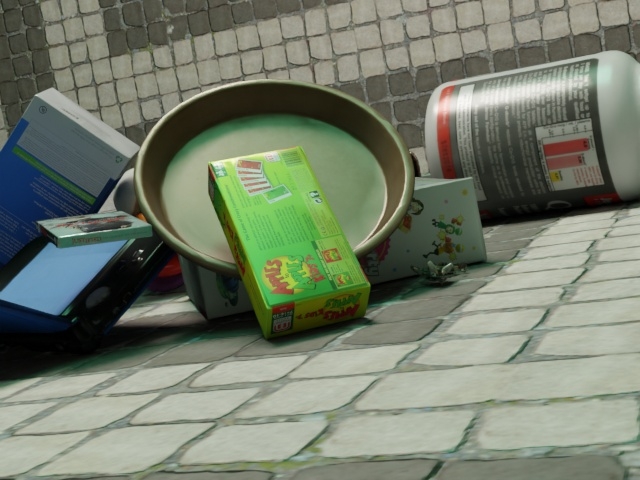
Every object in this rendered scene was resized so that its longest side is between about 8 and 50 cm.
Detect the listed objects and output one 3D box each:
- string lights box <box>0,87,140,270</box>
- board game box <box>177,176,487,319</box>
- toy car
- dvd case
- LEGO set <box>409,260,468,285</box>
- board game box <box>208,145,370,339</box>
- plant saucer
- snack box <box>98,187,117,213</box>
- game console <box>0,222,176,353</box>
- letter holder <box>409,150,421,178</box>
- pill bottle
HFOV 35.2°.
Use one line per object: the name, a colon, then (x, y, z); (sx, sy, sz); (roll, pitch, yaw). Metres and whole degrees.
string lights box: (-0.351, -0.041, 1.236); (0.260, 0.133, 0.077); (-53, 9, 13)
board game box: (0.000, 0.000, 1.128); (0.303, 0.098, 0.224); (-13, 7, -12)
toy car: (-0.196, -0.001, 1.311); (0.159, 0.136, 0.182); (18, -22, 1)
dvd case: (-0.217, -0.011, 0.955); (0.087, 0.013, 0.119); (-8, 10, -23)
LEGO set: (0.120, 0.033, 0.983); (0.054, 0.023, 0.083); (-3, -4, 41)
board game box: (-0.032, -0.003, 0.898); (0.092, 0.043, 0.181); (-12, 50, -16)
plant saucer: (-0.045, -0.060, 1.006); (0.277, 0.041, 0.278); (1, 48, -1)
snack box: (-0.468, -0.053, 1.945); (0.174, 0.207, 0.070); (-7, 6, 38)
game console: (-0.330, 0.022, 1.013); (0.293, 0.173, 0.250); (-4, 38, 43)
letter holder: (-0.019, -0.092, 1.481); (0.301, 0.214, 0.152); (-6, 7, 37)
pill bottle: (0.347, -0.148, 1.406); (0.363, 0.210, 0.210); (-7, 6, 27)
